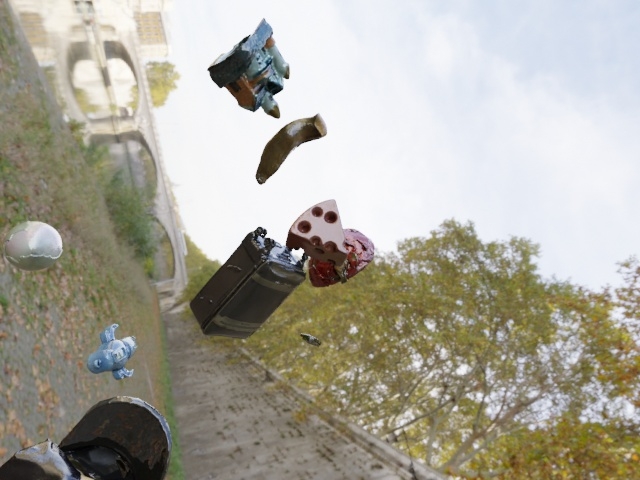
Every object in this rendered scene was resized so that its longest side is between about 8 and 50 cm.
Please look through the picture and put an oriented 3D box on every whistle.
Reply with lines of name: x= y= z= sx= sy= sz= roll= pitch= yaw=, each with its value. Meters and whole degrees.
whistle: x=-0.660 y=0.364 z=1.382 sx=0.269 sy=0.093 sz=0.180 roll=145 pitch=-74 yaw=-86

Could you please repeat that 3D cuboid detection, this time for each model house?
model house: x=-0.200 y=-0.548 z=1.456 sx=0.184 sy=0.253 sz=0.291 roll=-14 pitch=-51 yaw=31

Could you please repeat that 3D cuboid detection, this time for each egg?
egg: x=-1.037 y=0.024 z=1.551 sx=0.217 sy=0.183 sz=0.183 roll=28 pitch=-52 yaw=50

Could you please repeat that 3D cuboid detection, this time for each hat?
hat: x=-0.495 y=0.559 z=1.091 sx=0.366 sy=0.382 sz=0.257 roll=45 pitch=0 yaw=10

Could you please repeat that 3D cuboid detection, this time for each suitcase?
suitcase: x=-0.250 y=0.174 z=1.555 sx=0.434 sy=0.283 sz=0.194 roll=-46 pitch=-123 yaw=12

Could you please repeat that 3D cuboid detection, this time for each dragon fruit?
dragon fruit: x=0.081 y=0.051 z=1.693 sx=0.152 sy=0.317 sz=0.205 roll=55 pitch=-13 yaw=-23

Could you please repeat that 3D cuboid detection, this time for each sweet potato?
sweet potato: x=-0.101 y=-0.286 z=1.310 sx=0.112 sy=0.286 sz=0.085 roll=45 pitch=-5 yaw=10

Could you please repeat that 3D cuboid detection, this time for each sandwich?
sandwich: x=-0.039 y=0.433 z=1.847 sx=0.069 sy=0.026 sz=0.101 roll=1 pitch=-32 yaw=34

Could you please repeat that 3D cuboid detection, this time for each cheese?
cheese: x=-0.024 y=-0.013 z=1.391 sx=0.128 sy=0.177 sz=0.203 roll=114 pitch=-34 yaw=-67

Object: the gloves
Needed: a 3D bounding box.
gloves: x=-0.520 y=0.554 z=0.837 sx=0.301 sy=0.197 sz=0.152 roll=41 pitch=-11 yaw=-4
